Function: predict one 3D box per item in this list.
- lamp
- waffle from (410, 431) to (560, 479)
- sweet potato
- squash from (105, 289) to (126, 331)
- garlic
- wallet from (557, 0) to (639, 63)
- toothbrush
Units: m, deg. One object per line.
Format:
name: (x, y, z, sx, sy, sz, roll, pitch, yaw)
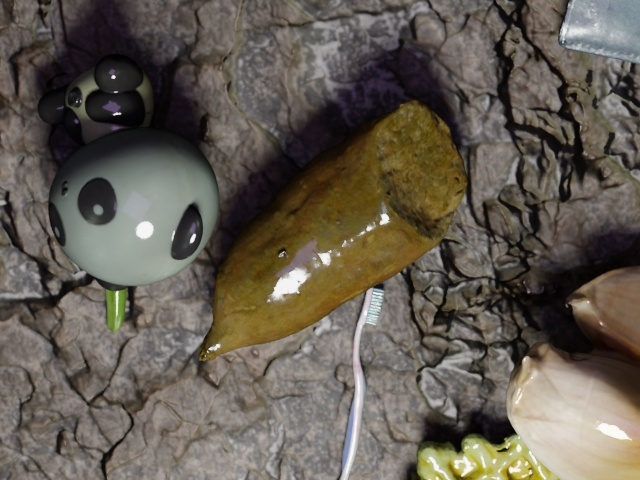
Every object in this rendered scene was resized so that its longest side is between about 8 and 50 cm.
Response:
lamp: (-0.213, -0.071, 1.818, 0.198, 0.198, 0.243, -19, 84, 7)
waffle: (0.225, 0.364, 1.931, 0.297, 0.073, 0.317, 4, 103, 1)
sweet potato: (0.000, 0.000, 1.839, 0.370, 0.158, 0.158, -35, 97, 16)
squash: (-0.236, 0.063, 1.921, 0.027, 0.027, 0.089, 0, 103, 3)
garlic: (0.375, 0.163, 1.792, 0.313, 0.249, 0.286, 14, 95, 21)
wallet: (0.408, -0.322, 1.791, 0.251, 0.054, 0.290, 12, 103, 2)
toothbrush: (0.040, 0.181, 1.930, 0.027, 0.021, 0.269, 11, 102, 7)
